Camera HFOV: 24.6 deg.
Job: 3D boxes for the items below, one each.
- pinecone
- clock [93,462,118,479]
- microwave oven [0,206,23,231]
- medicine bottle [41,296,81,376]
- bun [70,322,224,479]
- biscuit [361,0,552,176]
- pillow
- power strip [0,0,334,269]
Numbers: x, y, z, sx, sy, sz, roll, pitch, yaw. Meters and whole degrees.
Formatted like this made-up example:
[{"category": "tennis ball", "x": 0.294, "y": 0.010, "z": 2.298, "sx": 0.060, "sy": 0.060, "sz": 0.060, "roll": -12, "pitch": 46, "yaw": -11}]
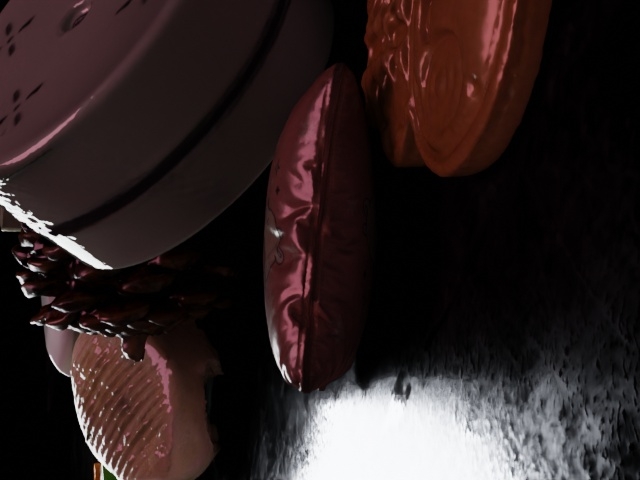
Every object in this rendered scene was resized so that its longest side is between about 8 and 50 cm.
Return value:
[{"category": "pinecone", "x": -0.195, "y": -0.006, "z": 1.519, "sx": 0.243, "sy": 0.243, "sz": 0.257, "roll": -112, "pitch": 30, "yaw": -57}, {"category": "clock", "x": -0.246, "y": 0.335, "z": 1.896, "sx": 0.220, "sy": 0.106, "sz": 0.255, "roll": -104, "pitch": 23, "yaw": -46}, {"category": "microwave oven", "x": -0.278, "y": -0.102, "z": 1.842, "sx": 0.194, "sy": 0.240, "sz": 0.145, "roll": -115, "pitch": 31, "yaw": -60}, {"category": "medicine bottle", "x": -0.269, "y": 0.050, "z": 1.892, "sx": 0.324, "sy": 0.179, "sz": 0.124, "roll": -113, "pitch": 27, "yaw": -56}, {"category": "bun", "x": -0.186, "y": 0.171, "z": 1.667, "sx": 0.237, "sy": 0.116, "sz": 0.210, "roll": 45, "pitch": 125, "yaw": 32}, {"category": "biscuit", "x": 0.077, "y": -0.141, "z": 0.954, "sx": 0.289, "sy": 0.044, "sz": 0.202, "roll": -176, "pitch": 88, "yaw": -73}, {"category": "pillow", "x": 0.000, "y": 0.000, "z": 1.088, "sx": 0.223, "sy": 0.084, "sz": 0.236, "roll": 127, "pitch": 146, "yaw": -88}, {"category": "power strip", "x": -0.167, "y": -0.143, "z": 1.289, "sx": 0.357, "sy": 0.161, "sz": 0.357, "roll": -31, "pitch": 37, "yaw": 27}]
